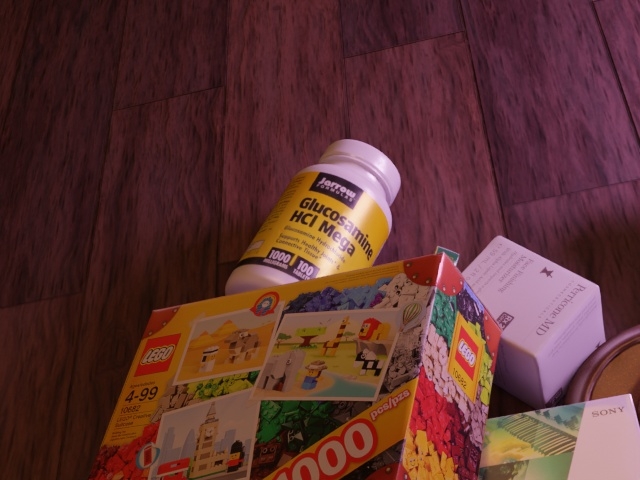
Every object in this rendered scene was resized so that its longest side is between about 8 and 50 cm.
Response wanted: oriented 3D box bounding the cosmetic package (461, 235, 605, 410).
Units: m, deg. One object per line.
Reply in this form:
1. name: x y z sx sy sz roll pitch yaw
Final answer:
1. cosmetic package: 0.292 0.121 1.648 0.183 0.151 0.151 29 64 37

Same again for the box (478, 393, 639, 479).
1. box: 0.311 0.366 1.426 0.232 0.058 0.322 -12 59 10

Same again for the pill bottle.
1. pill bottle: 0.000 0.000 1.839 0.187 0.188 0.334 11 53 28

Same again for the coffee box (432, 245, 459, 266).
1. coffee box: 0.159 0.112 1.732 0.040 0.113 0.184 21 54 1

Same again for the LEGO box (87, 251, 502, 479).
1. LEGO box: -0.040 0.253 1.519 0.500 0.193 0.373 -13 44 32

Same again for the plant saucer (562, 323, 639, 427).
1. plant saucer: 0.470 0.233 1.514 0.310 0.050 0.311 -12 56 18
